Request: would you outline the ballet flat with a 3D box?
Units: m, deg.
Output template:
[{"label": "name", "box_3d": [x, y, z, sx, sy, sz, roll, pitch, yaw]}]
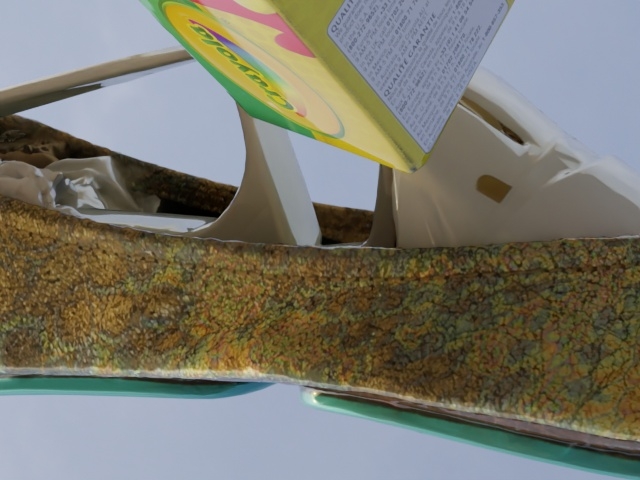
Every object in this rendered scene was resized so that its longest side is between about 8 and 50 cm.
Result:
[{"label": "ballet flat", "box_3d": [0.000, 0.000, 0.567, 0.349, 0.123, 0.123, 4, -113, 23]}]

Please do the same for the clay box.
[{"label": "clay box", "box_3d": [-0.015, -0.119, 0.329, 0.053, 0.222, 0.127, 21, -105, 35]}]
